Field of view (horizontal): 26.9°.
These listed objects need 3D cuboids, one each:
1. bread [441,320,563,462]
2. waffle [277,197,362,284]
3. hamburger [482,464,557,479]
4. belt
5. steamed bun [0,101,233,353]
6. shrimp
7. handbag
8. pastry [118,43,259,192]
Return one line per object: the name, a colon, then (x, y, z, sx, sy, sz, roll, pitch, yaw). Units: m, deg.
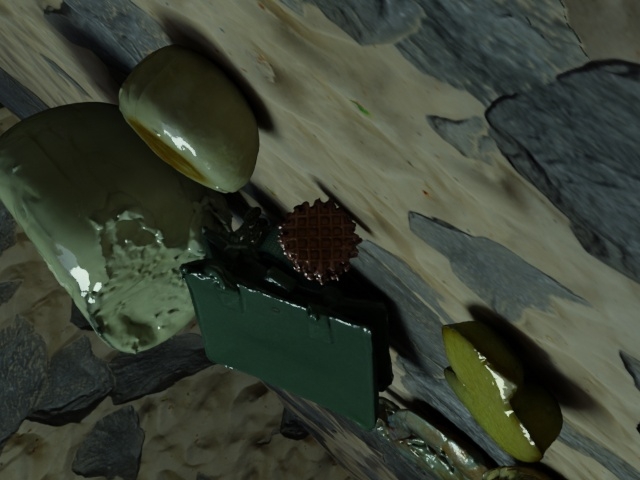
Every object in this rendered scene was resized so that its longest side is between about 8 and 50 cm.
bread: (0.166, 0.130, 1.262, 0.149, 0.065, 0.188, 56, 172, -6)
waffle: (0.000, 0.000, 1.316, 0.083, 0.075, 0.029, 47, 175, 10)
hamburger: (0.244, 0.333, 1.626, 0.131, 0.124, 0.262, 61, 169, 14)
belt: (-0.029, 0.043, 1.645, 0.100, 0.065, 0.179, 19, 154, 44)
steamed bun: (-0.258, -0.043, 1.709, 0.312, 0.233, 0.334, 52, 169, 21)
shrimp: (0.143, 0.275, 1.909, 0.317, 0.062, 0.164, 28, 157, 43)
handbag: (-0.034, 0.108, 1.613, 0.248, 0.079, 0.260, 21, 153, 17)
pastry: (-0.121, -0.116, 1.288, 0.156, 0.092, 0.156, 44, 173, 7)
